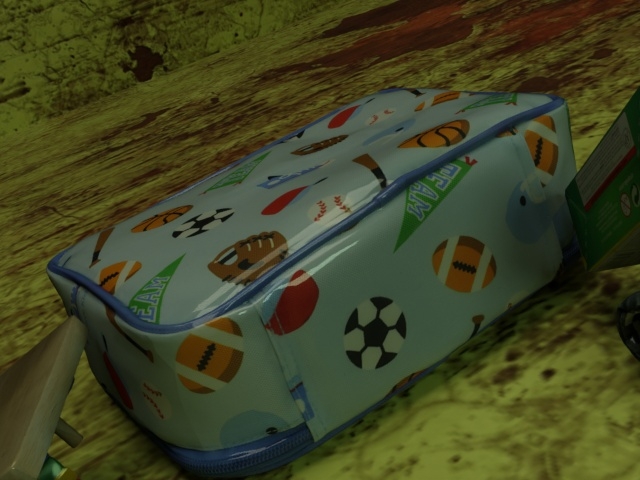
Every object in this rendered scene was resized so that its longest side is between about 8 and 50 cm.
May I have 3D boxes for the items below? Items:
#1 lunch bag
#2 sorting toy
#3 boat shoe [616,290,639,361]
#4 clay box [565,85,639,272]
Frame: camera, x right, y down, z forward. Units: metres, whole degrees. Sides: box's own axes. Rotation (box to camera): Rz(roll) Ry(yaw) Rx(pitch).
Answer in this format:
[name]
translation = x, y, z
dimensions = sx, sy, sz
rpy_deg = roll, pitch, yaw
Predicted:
[lunch bag]
translation = 0.000, 0.000, 0.529
dimensions = 0.303, 0.114, 0.243
rpy_deg = -29, 21, -24
[sorting toy]
translation = -0.154, 0.119, 0.389
dimensions = 0.132, 0.046, 0.274
rpy_deg = -40, 19, 9
[boat shoe]
translation = 0.197, 0.045, 0.327
dimensions = 0.083, 0.065, 0.183
rpy_deg = -23, 14, -12
[clay box]
translation = 0.240, -0.041, 0.398
dimensions = 0.222, 0.053, 0.127
rpy_deg = -10, -17, -3
